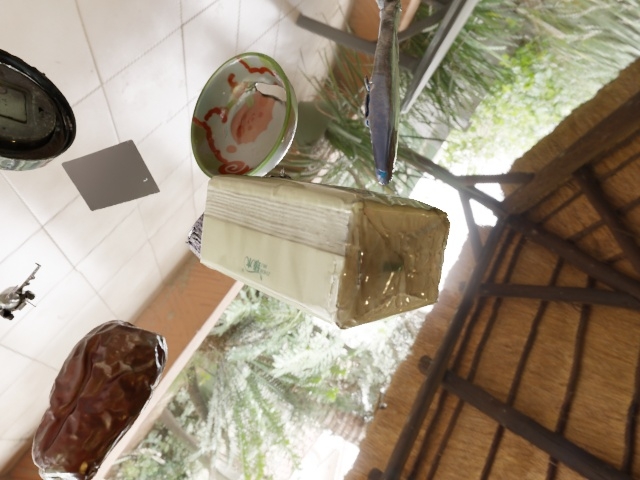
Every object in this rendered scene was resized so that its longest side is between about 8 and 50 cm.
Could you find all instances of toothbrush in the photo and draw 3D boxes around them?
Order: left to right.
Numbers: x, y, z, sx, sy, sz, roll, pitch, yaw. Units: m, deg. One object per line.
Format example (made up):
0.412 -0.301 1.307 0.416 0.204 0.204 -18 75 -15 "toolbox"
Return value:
0.064 -0.200 0.394 0.035 0.042 0.414 67 25 -48 "toothbrush"

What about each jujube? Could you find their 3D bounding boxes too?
-0.478 0.340 0.898 0.216 0.216 0.342 120 -14 -52 "jujube"

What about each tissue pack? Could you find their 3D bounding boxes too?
0.000 0.000 0.763 0.297 0.380 0.207 1 100 -45 "tissue pack"

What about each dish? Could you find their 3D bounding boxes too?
-0.174 -0.292 1.047 0.324 0.324 0.124 -57 150 13 "dish"

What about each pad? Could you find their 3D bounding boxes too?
-0.593 -0.178 1.168 0.264 0.160 0.009 -11 -154 19 "pad"

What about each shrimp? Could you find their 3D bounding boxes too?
-0.105 -0.156 1.168 0.073 0.075 0.190 -43 152 14 "shrimp"

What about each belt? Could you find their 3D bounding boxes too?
-0.306 -0.071 1.407 0.325 0.122 0.260 -44 174 -40 "belt"

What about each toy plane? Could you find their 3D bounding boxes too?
-0.605 0.114 0.812 0.162 0.065 0.171 -51 -170 -18 "toy plane"

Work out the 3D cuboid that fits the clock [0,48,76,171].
-0.901 -0.373 1.157 0.076 0.386 0.386 -28 -167 30 "clock"
